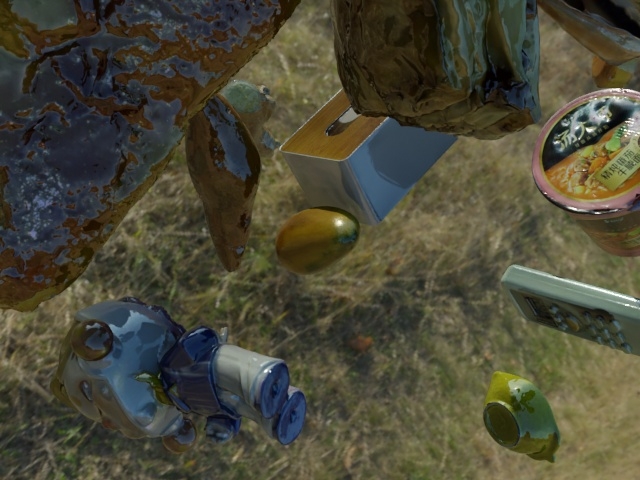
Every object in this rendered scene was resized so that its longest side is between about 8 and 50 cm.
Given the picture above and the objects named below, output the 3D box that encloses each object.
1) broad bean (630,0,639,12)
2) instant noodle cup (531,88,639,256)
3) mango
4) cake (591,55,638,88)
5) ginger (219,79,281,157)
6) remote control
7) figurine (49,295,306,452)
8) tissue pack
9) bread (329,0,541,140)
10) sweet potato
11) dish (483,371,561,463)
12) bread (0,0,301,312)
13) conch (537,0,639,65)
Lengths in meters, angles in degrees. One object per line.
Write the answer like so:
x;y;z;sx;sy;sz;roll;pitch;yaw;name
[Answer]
0.300;-0.210;0.501;0.121;0.263;0.189;57;8;-10;broad bean
0.516;-0.095;1.422;0.255;0.244;0.243;40;30;-48;instant noodle cup
0.000;-0.003;1.242;0.089;0.163;0.111;45;43;-26;mango
0.441;-0.270;1.239;0.044;0.084;0.084;9;44;-6;cake
-0.151;-0.225;1.614;0.138;0.213;0.074;-12;64;-5;ginger
0.434;0.120;1.303;0.056;0.296;0.140;-57;135;-15;remote control
-0.146;0.122;0.782;0.194;0.274;0.133;43;53;-25;figurine
0.085;-0.159;1.329;0.246;0.160;0.136;-46;128;-25;tissue pack
0.098;-0.227;0.814;0.324;0.167;0.277;-108;-172;-81;bread
-0.142;-0.108;1.234;0.112;0.112;0.359;-84;167;-47;sweet potato
0.382;0.359;1.626;0.080;0.148;0.207;-14;60;-37;dish
-0.171;-0.129;0.611;0.185;0.380;0.109;42;-8;-39;bread
0.382;-0.314;1.091;0.255;0.158;0.127;30;-3;12;conch
